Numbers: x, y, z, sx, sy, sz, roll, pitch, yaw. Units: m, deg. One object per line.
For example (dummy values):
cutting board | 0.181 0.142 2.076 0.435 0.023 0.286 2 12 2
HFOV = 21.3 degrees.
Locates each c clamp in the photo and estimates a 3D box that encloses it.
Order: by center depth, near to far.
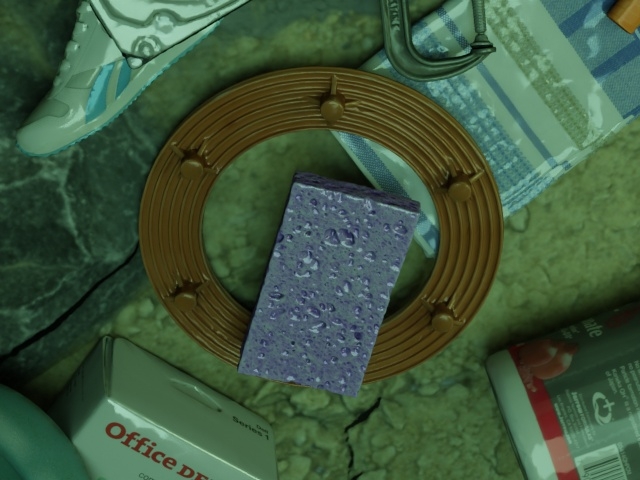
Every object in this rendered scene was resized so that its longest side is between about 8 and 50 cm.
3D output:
c clamp | 0.116 -0.217 1.473 0.137 0.022 0.161 0 99 3

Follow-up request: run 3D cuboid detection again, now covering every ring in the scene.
ring | 0.000 0.000 1.554 0.336 0.032 0.337 1 121 1

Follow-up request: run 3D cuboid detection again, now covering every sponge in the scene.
sponge | 0.005 0.043 1.543 0.117 0.031 0.210 14 119 -6

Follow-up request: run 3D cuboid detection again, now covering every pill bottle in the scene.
pill bottle | 0.331 0.139 1.616 0.318 0.176 0.176 -20 117 2

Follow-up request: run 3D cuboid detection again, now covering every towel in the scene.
towel | 0.158 -0.130 1.540 0.285 0.034 0.209 -37 113 9

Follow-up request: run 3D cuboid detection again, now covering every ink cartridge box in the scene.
ink cartridge box | -0.197 0.261 1.636 0.201 0.117 0.278 31 109 -20

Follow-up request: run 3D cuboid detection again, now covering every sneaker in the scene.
sneaker | -0.182 -0.164 1.454 0.228 0.087 0.092 -43 107 6

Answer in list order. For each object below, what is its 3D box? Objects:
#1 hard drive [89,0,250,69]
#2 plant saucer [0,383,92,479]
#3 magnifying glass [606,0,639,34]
hard drive | -0.137 -0.337 1.335 0.237 0.064 0.339 -30 105 2
plant saucer | -0.342 0.282 1.567 0.317 0.043 0.318 1 93 24
magnifying glass | 0.332 -0.279 1.480 0.092 0.026 0.231 34 98 -21
